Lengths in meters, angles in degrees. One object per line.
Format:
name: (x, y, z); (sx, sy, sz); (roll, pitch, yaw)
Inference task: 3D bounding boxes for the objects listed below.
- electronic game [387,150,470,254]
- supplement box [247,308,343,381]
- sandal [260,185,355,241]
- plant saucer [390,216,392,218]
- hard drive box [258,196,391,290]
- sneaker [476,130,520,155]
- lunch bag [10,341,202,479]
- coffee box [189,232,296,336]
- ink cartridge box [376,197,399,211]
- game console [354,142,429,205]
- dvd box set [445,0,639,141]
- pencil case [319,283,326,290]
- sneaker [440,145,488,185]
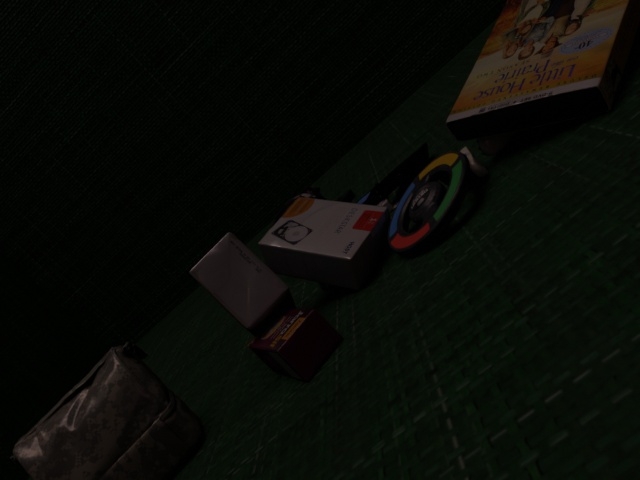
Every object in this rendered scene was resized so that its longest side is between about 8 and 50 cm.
electronic game: (0.206, -0.074, 1.121); (0.229, 0.048, 0.229); (-51, 18, 24)
supplement box: (-0.052, 0.190, 1.079); (0.104, 0.081, 0.188); (-47, 12, -21)
sandal: (-0.067, -0.063, 1.550); (0.167, 0.107, 0.445); (-44, 12, -29)
plant saucer: (0.163, -0.032, 1.320); (0.083, 0.015, 0.083); (-41, 12, 11)
hard drive box: (0.015, 0.000, 1.251); (0.232, 0.089, 0.181); (9, 43, 30)
sneaker: (0.408, -0.268, 1.175); (0.237, 0.085, 0.086); (-48, 19, -7)
lunch bag: (-0.423, 0.395, 1.172); (0.305, 0.256, 0.212); (-45, 11, -10)
coffee box: (-0.154, 0.115, 1.248); (0.119, 0.168, 0.297); (-46, -12, -11)
ink cartridge box: (0.160, -0.081, 1.479); (0.083, 0.028, 0.048); (-40, 11, 14)
game console: (0.151, -0.129, 1.588); (0.361, 0.044, 0.213); (-40, 1, 32)
dvd box set: (0.450, -0.383, 1.129); (0.307, 0.062, 0.420); (-3, 49, 50)
pencil case: (0.038, 0.019, 1.389); (0.209, 0.098, 0.095); (-56, -28, -46)
sneaker: (0.286, -0.139, 1.179); (0.084, 0.058, 0.152); (-43, 14, 18)
